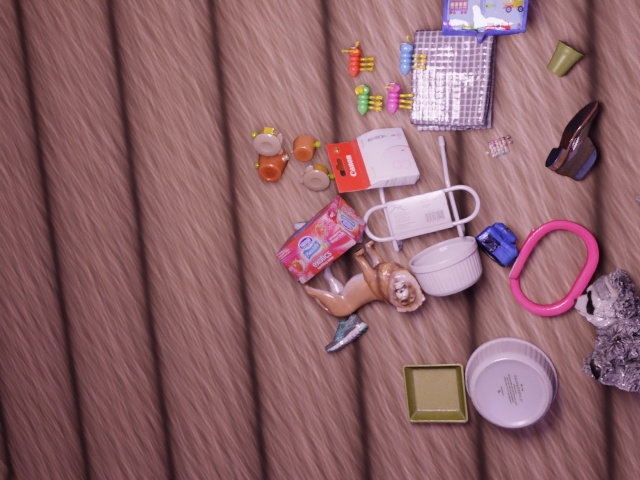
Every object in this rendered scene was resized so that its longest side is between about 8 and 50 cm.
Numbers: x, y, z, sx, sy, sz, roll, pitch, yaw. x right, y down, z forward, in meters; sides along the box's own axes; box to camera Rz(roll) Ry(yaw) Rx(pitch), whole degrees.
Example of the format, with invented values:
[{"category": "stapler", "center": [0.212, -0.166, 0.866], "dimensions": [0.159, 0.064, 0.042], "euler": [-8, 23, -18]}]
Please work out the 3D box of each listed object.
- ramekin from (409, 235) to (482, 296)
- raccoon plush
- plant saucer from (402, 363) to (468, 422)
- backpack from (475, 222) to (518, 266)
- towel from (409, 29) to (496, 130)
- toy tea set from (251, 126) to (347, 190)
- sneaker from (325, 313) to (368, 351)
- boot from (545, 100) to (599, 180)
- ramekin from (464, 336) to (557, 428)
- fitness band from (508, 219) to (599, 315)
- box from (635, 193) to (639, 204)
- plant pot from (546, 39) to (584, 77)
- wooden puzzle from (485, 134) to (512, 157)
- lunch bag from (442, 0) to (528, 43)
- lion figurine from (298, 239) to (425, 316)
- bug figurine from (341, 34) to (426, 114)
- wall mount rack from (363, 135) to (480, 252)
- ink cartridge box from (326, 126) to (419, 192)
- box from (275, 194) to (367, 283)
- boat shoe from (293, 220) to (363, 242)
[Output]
[{"category": "ramekin", "center": [0.374, 0.079, 1.850], "dimensions": [0.207, 0.207, 0.109], "euler": [-20, 101, 18]}, {"category": "raccoon plush", "center": [0.915, 0.254, 1.712], "dimensions": [0.445, 0.216, 0.300], "euler": [13, 97, 14]}, {"category": "plant saucer", "center": [0.363, 0.475, 1.990], "dimensions": [0.188, 0.045, 0.188], "euler": [-5, 97, 18]}, {"category": "backpack", "center": [0.524, 0.012, 1.845], "dimensions": [0.101, 0.098, 0.120], "euler": [-43, 84, 14]}, {"category": "towel", "center": [0.376, -0.456, 1.808], "dimensions": [0.234, 0.121, 0.284], "euler": [4, 100, 17]}, {"category": "toy tea set", "center": [-0.052, -0.268, 1.974], "dimensions": [0.335, 0.124, 0.200], "euler": [11, 137, -3]}, {"category": "sneaker", "center": [0.075, 0.298, 2.052], "dimensions": [0.166, 0.065, 0.076], "euler": [-39, 70, 15]}, {"category": "boot", "center": [0.732, -0.274, 1.766], "dimensions": [0.106, 0.082, 0.219], "euler": [30, 102, -12]}, {"category": "ramekin", "center": [0.564, 0.432, 1.880], "dimensions": [0.272, 0.127, 0.273], "euler": [3, 99, 17]}, {"category": "fitness band", "center": [0.675, 0.079, 1.837], "dimensions": [0.208, 0.054, 0.291], "euler": [27, 106, 9]}, {"category": "box", "center": [1.000, -0.148, 1.679], "dimensions": [0.275, 0.094, 0.113], "euler": [-38, 88, 18]}, {"category": "plant pot", "center": [0.668, -0.497, 1.742], "dimensions": [0.083, 0.083, 0.079], "euler": [36, 119, 9]}, {"category": "wooden puzzle", "center": [0.523, -0.273, 1.850], "dimensions": [0.083, 0.006, 0.050], "euler": [-18, 93, 18]}, {"category": "lunch bag", "center": [0.450, -0.679, 1.706], "dimensions": [0.220, 0.138, 0.294], "euler": [5, 83, 16]}, {"category": "lion figurine", "center": [0.123, 0.155, 1.981], "dimensions": [0.392, 0.142, 0.240], "euler": [-26, 98, 36]}, {"category": "bug figurine", "center": [0.171, -0.474, 1.831], "dimensions": [0.278, 0.072, 0.217], "euler": [10, 107, 43]}, {"category": "wall mount rack", "center": [0.291, -0.134, 1.885], "dimensions": [0.349, 0.130, 0.305], "euler": [-13, 98, 18]}, {"category": "ink cartridge box", "center": [0.151, -0.238, 1.843], "dimensions": [0.232, 0.066, 0.189], "euler": [-5, 57, -15]}, {"category": "box", "center": [0.000, 0.000, 1.900], "dimensions": [0.128, 0.123, 0.257], "euler": [45, 128, -8]}, {"category": "boat shoe", "center": [0.025, -0.022, 1.997], "dimensions": [0.226, 0.083, 0.076], "euler": [1, 97, 16]}]
